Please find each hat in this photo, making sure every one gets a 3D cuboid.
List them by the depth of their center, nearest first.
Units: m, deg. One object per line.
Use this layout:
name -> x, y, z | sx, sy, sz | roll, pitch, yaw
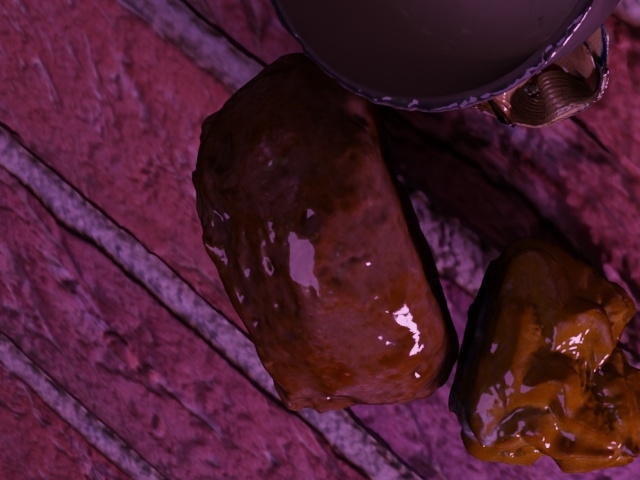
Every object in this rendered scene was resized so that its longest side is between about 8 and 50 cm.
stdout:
hat -> 0.123, -0.107, 1.067 | 0.076, 0.059, 0.077 | -24, 108, 38

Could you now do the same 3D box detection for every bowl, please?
bowl -> 0.078, -0.171, 0.976 | 0.211, 0.112, 0.211 | 3, 96, 30

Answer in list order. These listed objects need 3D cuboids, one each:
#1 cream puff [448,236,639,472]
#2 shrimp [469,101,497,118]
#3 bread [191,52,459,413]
cream puff -> 0.145, 0.073, 1.159 | 0.116, 0.146, 0.146 | 18, 141, -1
shrimp -> 0.051, -0.114, 1.160 | 0.190, 0.042, 0.101 | 27, 159, 30
bread -> 0.000, 0.000, 1.168 | 0.230, 0.123, 0.230 | -21, -90, -87
